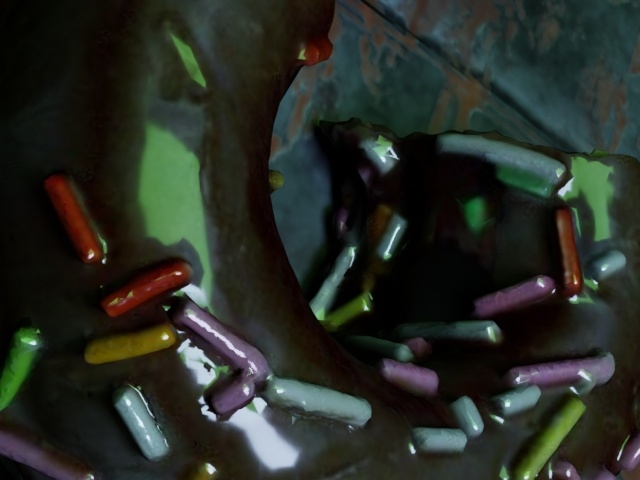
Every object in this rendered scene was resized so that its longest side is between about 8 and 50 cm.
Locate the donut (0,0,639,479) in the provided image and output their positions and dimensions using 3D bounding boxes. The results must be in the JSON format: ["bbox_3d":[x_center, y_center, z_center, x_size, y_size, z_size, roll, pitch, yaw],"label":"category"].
[{"bbox_3d":[-0.003,0.022,0.694,0.345,0.136,0.259,33,61,-29],"label":"donut"}]
